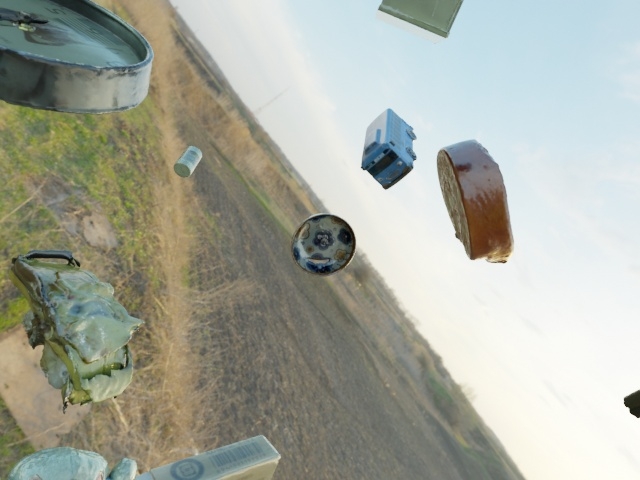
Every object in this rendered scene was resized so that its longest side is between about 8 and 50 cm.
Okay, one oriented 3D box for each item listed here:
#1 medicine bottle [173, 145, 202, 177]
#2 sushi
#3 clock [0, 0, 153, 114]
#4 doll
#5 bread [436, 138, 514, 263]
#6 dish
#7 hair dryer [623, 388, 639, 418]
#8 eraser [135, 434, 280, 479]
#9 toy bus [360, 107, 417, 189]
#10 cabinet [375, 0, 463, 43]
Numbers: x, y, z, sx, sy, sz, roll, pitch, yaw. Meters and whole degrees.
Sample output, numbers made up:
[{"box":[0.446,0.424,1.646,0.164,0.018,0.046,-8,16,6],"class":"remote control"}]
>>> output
[{"box":[-0.342,-0.203,1.046,0.047,0.047,0.083,52,32,-33],"class":"medicine bottle"},{"box":[-0.405,0.138,0.678,0.291,0.131,0.139,45,20,23],"class":"sushi"},{"box":[-0.392,-0.279,0.538,0.326,0.067,0.325,22,31,-14],"class":"clock"},{"box":[-0.349,0.333,0.540,0.214,0.072,0.103,33,51,-47],"class":"doll"},{"box":[0.401,-0.114,1.071,0.327,0.114,0.295,-93,163,-48],"class":"bread"},{"box":[0.000,0.000,0.876,0.141,0.141,0.078,53,2,-22],"class":"dish"},{"box":[0.672,0.258,0.757,0.089,0.251,0.197,24,40,-2],"class":"hair dryer"},{"box":[-0.249,0.514,0.825,0.344,0.143,0.078,10,15,-46],"class":"eraser"},{"box":[0.192,-0.265,1.156,0.134,0.116,0.233,38,38,-20],"class":"toy bus"},{"box":[0.220,-0.522,0.791,0.150,0.205,0.145,21,23,-3],"class":"cabinet"}]
